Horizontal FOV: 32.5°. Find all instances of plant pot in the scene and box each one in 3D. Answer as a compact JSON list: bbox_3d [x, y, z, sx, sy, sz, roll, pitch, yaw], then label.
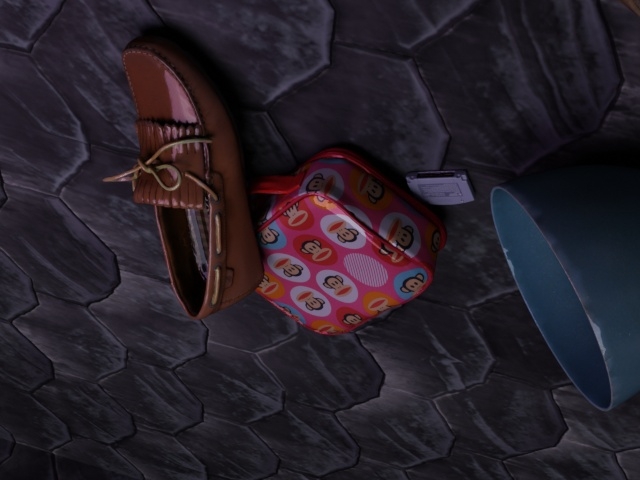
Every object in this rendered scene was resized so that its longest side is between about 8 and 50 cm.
[{"bbox_3d":[0.352,0.027,1.286,0.195,0.290,0.290,-25,139,-2],"label":"plant pot"}]

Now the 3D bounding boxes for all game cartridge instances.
[{"bbox_3d":[0.158,-0.069,1.434,0.083,0.017,0.056,0,139,27],"label":"game cartridge"}]

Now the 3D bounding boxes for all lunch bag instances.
[{"bbox_3d":[0.000,0.000,1.511,0.258,0.120,0.293,36,144,-18],"label":"lunch bag"}]

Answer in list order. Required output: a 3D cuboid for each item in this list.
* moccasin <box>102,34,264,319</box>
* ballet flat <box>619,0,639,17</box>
[{"bbox_3d":[-0.182,-0.074,1.402,0.139,0.147,0.380,17,129,35],"label":"moccasin"},{"bbox_3d":[0.223,-0.319,0.961,0.124,0.116,0.342,13,159,46],"label":"ballet flat"}]
